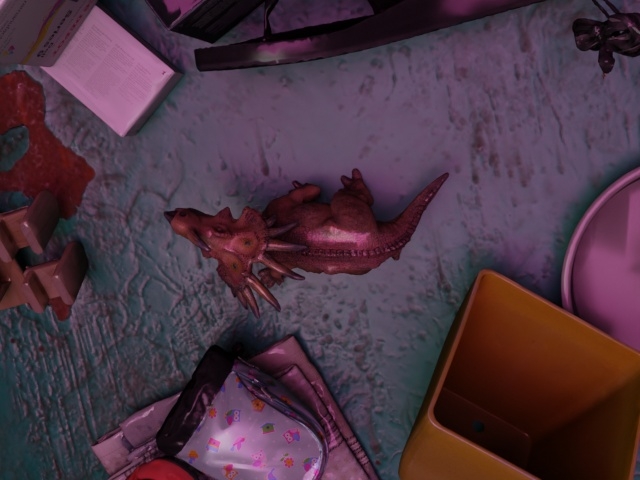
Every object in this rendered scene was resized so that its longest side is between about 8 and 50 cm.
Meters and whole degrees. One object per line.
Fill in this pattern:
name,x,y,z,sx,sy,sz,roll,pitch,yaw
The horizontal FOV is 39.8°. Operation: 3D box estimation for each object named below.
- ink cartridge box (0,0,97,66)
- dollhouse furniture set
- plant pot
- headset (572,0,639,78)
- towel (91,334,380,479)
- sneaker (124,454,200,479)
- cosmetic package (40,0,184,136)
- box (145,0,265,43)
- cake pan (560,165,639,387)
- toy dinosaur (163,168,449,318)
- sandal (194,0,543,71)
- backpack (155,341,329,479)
ink cartridge box,-0.295,-0.260,0.872,0.093,0.212,0.154,39,99,-4
dollhouse furniture set,-0.418,-0.029,1.047,0.212,0.161,0.242,-16,120,8
plant pot,0.200,0.199,0.955,0.212,0.212,0.187,29,140,1
headset,0.450,-0.199,0.883,0.394,0.185,0.243,2,99,-6
towel,-0.090,0.318,1.090,0.312,0.056,0.324,-30,95,10
sneaker,-0.243,0.364,1.016,0.097,0.135,0.276,41,120,-1
cosmetic package,-0.280,-0.233,1.013,0.239,0.060,0.099,41,101,-2
box,-0.137,-0.300,0.913,0.108,0.207,0.153,-36,95,10
cake pan,0.416,0.044,0.993,0.293,0.054,0.293,1,100,6
toy dinosaur,0.000,0.000,0.953,0.295,0.200,0.127,-8,99,7
sandal,0.080,-0.266,0.925,0.445,0.167,0.107,-15,104,-1
backpack,-0.080,0.221,0.998,0.182,0.115,0.152,32,97,-6
